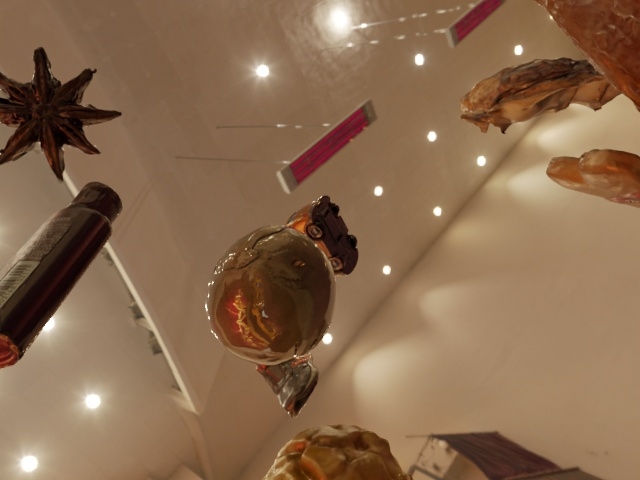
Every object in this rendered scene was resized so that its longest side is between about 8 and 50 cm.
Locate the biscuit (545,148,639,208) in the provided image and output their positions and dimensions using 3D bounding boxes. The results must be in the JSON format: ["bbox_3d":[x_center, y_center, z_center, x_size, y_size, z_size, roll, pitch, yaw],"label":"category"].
[{"bbox_3d":[0.314,-0.027,0.463,0.153,0.235,0.030,-44,-28,-82],"label":"biscuit"}]

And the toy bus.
[{"bbox_3d":[0.000,0.000,1.486,0.209,0.136,0.126,59,-144,-20],"label":"toy bus"}]

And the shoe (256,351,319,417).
[{"bbox_3d":[-0.111,0.363,1.605,0.171,0.336,0.132,32,-84,-10],"label":"shoe"}]

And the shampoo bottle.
[{"bbox_3d":[-0.396,0.035,0.830,0.084,0.129,0.322,61,-152,-32],"label":"shampoo bottle"}]

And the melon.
[{"bbox_3d":[-0.097,0.114,1.157,0.269,0.330,0.268,12,-127,-17],"label":"melon"}]

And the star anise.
[{"bbox_3d":[-0.534,-0.236,1.115,0.272,0.102,0.271,2,-99,-15],"label":"star anise"}]

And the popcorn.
[{"bbox_3d":[0.025,0.559,1.060,0.354,0.344,0.389,-23,-81,-19],"label":"popcorn"}]

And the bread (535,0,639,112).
[{"bbox_3d":[0.239,-0.237,0.313,0.279,0.250,0.225,41,-97,-6],"label":"bread"}]

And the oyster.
[{"bbox_3d":[0.419,-0.272,1.011,0.271,0.275,0.100,4,-104,-19],"label":"oyster"}]
